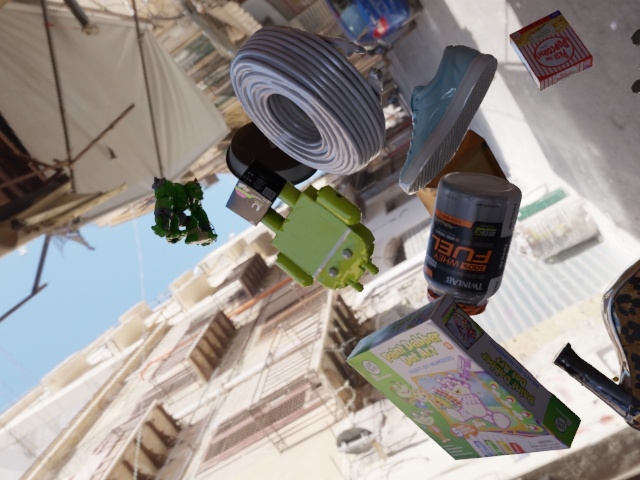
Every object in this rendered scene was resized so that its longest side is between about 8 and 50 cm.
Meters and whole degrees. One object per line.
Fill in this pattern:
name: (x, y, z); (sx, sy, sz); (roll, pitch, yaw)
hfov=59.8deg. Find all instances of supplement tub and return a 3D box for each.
supplement tub: (0.381, 0.009, 1.432); (0.207, 0.207, 0.338); (-87, 2, -68)

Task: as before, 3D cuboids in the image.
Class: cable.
cable: (-0.018, -0.199, 0.832); (0.257, 0.089, 0.257); (29, 162, 29)

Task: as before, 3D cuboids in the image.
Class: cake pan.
cake pan: (-0.139, -0.272, 1.662); (0.054, 0.293, 0.293); (92, 162, -48)

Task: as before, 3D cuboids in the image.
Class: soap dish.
soap dish: (0.459, -0.180, 1.788); (0.229, 0.291, 0.118); (52, 164, -24)

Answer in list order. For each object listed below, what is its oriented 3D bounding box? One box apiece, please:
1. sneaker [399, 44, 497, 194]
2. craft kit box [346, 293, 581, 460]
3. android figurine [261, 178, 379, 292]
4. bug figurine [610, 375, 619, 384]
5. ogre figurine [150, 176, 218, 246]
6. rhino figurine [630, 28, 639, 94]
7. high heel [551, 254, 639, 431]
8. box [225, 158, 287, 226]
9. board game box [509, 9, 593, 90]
sneaker: (0.270, -0.292, 1.337); (0.150, 0.366, 0.135); (37, -164, 27)
craft kit box: (0.190, 0.212, 0.808); (0.246, 0.250, 0.061); (45, -124, 0)
android figurine: (0.000, 0.000, 1.163); (0.273, 0.248, 0.056); (41, -141, 4)
bug figurine: (0.678, 0.206, 1.068); (0.072, 0.279, 0.216); (20, -129, -8)
ogre figurine: (-0.261, -0.053, 1.042); (0.197, 0.096, 0.118); (-1, -107, -56)
rhino figurine: (0.635, -0.294, 1.041); (0.106, 0.073, 0.243); (-5, -84, -41)
high heel: (0.485, 0.135, 0.786); (0.186, 0.261, 0.093); (38, -176, 19)
box: (-0.099, -0.072, 0.852); (0.062, 0.083, 0.052); (35, -124, -5)
board game box: (0.631, -0.524, 1.532); (0.045, 0.146, 0.194); (44, -156, -60)
